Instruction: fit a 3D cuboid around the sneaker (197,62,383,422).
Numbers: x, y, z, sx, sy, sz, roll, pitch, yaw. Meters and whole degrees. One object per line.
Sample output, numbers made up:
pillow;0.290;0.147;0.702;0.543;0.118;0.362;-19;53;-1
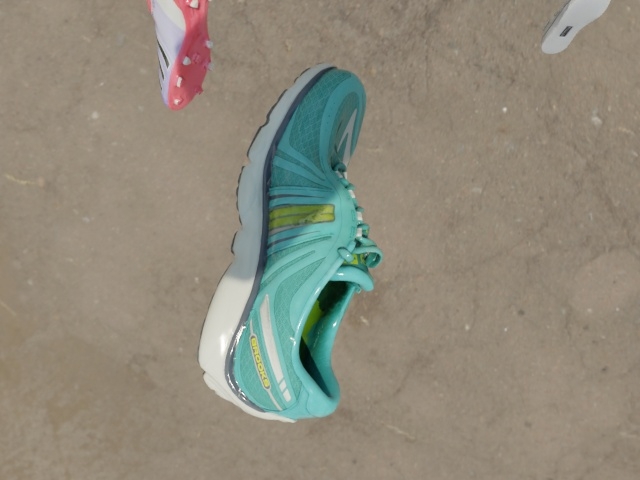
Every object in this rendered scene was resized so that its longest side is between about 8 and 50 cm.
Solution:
sneaker;0.000;0.000;0.516;0.110;0.275;0.107;7;171;32

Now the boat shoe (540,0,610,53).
boat shoe;0.252;-0.228;0.672;0.035;0.035;0.100;6;160;-8

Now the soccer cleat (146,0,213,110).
soccer cleat;-0.207;-0.302;0.967;0.095;0.083;0.248;36;139;17
